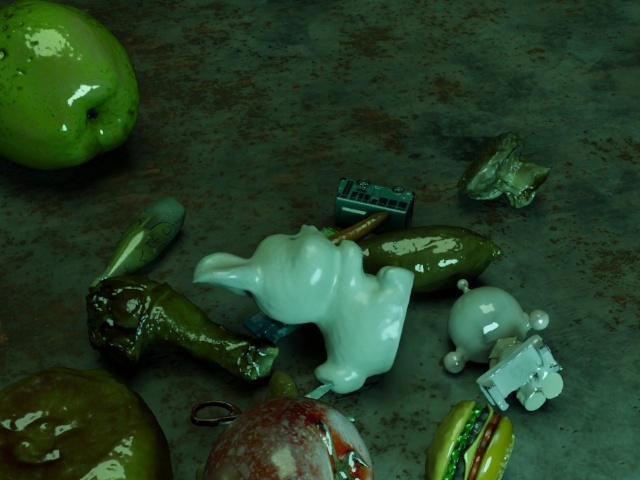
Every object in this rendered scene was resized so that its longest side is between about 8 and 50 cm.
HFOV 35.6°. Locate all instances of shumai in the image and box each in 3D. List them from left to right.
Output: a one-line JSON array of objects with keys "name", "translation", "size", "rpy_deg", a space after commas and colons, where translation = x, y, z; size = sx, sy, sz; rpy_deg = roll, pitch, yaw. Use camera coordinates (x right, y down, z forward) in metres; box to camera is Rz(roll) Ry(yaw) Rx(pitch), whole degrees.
[{"name": "shumai", "translation": [0.389, -0.137, 2.095], "size": [0.153, 0.161, 0.209], "rpy_deg": [34, 23, 5]}]

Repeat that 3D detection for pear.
[{"name": "pear", "translation": [-0.568, -0.325, 2.133], "size": [0.391, 0.391, 0.391], "rpy_deg": [0, 40, 0]}]

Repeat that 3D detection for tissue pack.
[{"name": "tissue pack", "translation": [-0.064, 0.139, 1.831], "size": [0.138, 0.028, 0.085], "rpy_deg": [-26, 46, -33]}]

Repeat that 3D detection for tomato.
[{"name": "tomato", "translation": [-0.046, 0.354, 1.399], "size": [0.227, 0.270, 0.270], "rpy_deg": [-23, 32, 27]}]

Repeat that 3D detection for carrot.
[{"name": "carrot", "translation": [0.030, 0.009, 1.946], "size": [0.257, 0.061, 0.061], "rpy_deg": [-26, 47, -20]}]

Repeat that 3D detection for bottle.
[{"name": "bottle", "translation": [-0.357, 0.016, 1.929], "size": [0.083, 0.083, 0.269], "rpy_deg": [17, 44, 19]}]

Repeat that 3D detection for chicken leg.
[{"name": "chicken leg", "translation": [-0.269, 0.158, 1.717], "size": [0.361, 0.140, 0.211], "rpy_deg": [23, 36, 29]}]

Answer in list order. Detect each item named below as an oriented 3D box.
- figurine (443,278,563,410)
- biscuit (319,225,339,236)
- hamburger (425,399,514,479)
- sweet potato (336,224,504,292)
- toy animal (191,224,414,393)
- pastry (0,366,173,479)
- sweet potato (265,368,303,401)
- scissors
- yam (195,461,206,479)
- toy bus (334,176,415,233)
[{"name": "figurine", "translation": [0.297, 0.172, 1.722], "size": [0.145, 0.182, 0.256], "rpy_deg": [29, 16, -36]}, {"name": "biscuit", "translation": [0.000, 0.000, 2.003], "size": [0.046, 0.016, 0.089], "rpy_deg": [27, 47, 26]}, {"name": "hamburger", "translation": [0.227, 0.325, 1.517], "size": [0.115, 0.162, 0.162], "rpy_deg": [23, 45, 17]}, {"name": "sweet potato", "translation": [0.131, 0.040, 1.875], "size": [0.423, 0.130, 0.130], "rpy_deg": [-4, 40, -3]}, {"name": "toy animal", "translation": [-0.029, 0.099, 1.697], "size": [0.368, 0.196, 0.241], "rpy_deg": [25, 82, 0]}, {"name": "pastry", "translation": [-0.385, 0.343, 1.484], "size": [0.356, 0.163, 0.356], "rpy_deg": [-2, 44, 2]}, {"name": "sweet potato", "translation": [-0.049, 0.289, 1.629], "size": [0.068, 0.060, 0.206], "rpy_deg": [-40, 38, 9]}, {"name": "scissors", "translation": [-0.071, 0.286, 1.577], "size": [0.248, 0.017, 0.144], "rpy_deg": [-13, 48, -23]}, {"name": "yam", "translation": [-0.157, 0.443, 1.439], "size": [0.066, 0.066, 0.299], "rpy_deg": [-1, 39, -1]}, {"name": "toy bus", "translation": [0.105, -0.067, 2.038], "size": [0.160, 0.079, 0.091], "rpy_deg": [13, 43, 12]}]
